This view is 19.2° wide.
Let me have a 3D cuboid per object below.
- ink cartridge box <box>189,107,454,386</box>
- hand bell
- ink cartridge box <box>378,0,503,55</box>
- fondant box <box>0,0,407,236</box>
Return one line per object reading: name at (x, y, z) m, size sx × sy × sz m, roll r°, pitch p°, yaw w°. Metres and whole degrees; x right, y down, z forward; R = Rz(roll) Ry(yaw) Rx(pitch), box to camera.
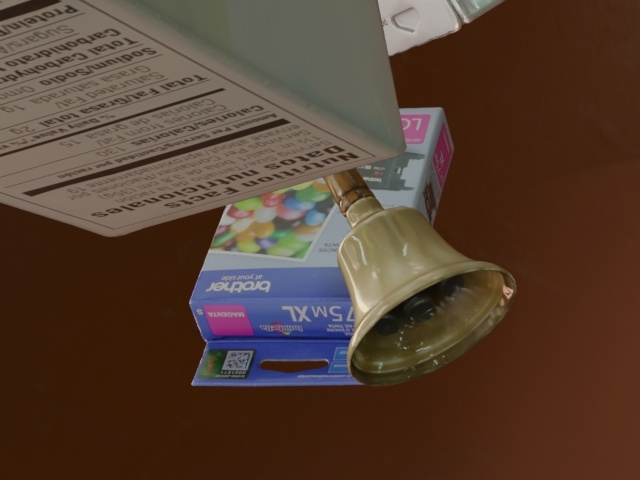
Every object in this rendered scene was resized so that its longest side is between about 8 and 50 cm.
ink cartridge box at (0.000, 0.000, 1.695) m, size 0.185 × 0.065 × 0.311 m, roll -1°, pitch 45°, yaw 19°
hand bell at (0.023, -0.033, 1.305) m, size 0.126 × 0.126 × 0.242 m, roll -30°, pitch 61°, yaw 2°
ink cartridge box at (0.135, -0.234, 1.392) m, size 0.218 × 0.158 × 0.092 m, roll -35°, pitch 99°, yaw -19°
fondant box at (-0.101, -0.148, 0.372) m, size 0.096 × 0.330 × 0.238 m, roll -15°, pitch 75°, yaw 19°
